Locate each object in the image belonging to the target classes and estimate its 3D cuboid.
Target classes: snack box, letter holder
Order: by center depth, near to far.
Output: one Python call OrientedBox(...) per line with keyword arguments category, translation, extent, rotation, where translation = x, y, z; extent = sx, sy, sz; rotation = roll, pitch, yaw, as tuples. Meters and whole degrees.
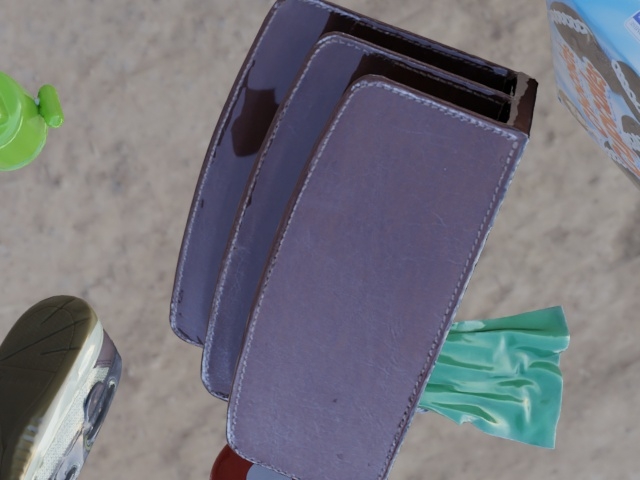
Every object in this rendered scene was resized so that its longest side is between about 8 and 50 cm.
OrientedBox(category="letter holder", translation=(0.000, 0.000, 1.097), extent=(0.214, 0.152, 0.302), rotation=(21, 113, 2))
OrientedBox(category="snack box", translation=(0.252, -0.102, 1.150), extent=(0.060, 0.187, 0.322), rotation=(-39, 164, 1))

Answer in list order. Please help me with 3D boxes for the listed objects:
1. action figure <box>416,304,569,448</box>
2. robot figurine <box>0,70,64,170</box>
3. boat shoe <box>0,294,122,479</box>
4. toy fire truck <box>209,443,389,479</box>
OrientedBox(category="action figure", translation=(0.119, 0.122, 1.425), extent=(0.232, 0.137, 0.063), rotation=(6, 172, -26))
OrientedBox(category="robot figurine", translation=(-0.247, -0.091, 1.158), extent=(0.101, 0.067, 0.115), rotation=(-26, 168, 1))
OrientedBox(category="boat shoe", translation=(-0.173, 0.140, 0.860), extent=(0.080, 0.223, 0.073), rotation=(5, 150, 38))
OrientedBox(category="toy fire truck", translation=(-0.006, 0.311, 1.215), extent=(0.302, 0.254, 0.169), rotation=(-50, 149, -26))
